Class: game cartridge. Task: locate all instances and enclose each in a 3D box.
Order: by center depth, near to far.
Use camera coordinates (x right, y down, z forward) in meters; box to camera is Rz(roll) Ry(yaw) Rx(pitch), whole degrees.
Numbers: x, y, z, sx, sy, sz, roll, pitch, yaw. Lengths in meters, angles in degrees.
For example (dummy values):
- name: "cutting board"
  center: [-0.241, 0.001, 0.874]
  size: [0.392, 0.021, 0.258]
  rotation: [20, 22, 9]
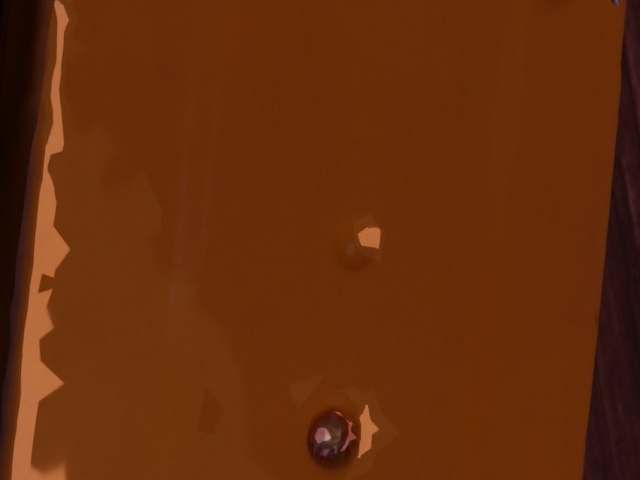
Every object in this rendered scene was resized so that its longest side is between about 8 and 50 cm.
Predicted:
- name: "game cartridge"
  center: [0.000, 0.000, 0.667]
  size: [0.285, 0.053, 0.323]
  rotation: [6, 89, -35]

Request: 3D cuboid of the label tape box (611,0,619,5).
- name: "label tape box"
  center: [0.161, -0.306, 0.659]
  size: [0.249, 0.115, 0.347]
  rotation: [-52, 133, -48]
